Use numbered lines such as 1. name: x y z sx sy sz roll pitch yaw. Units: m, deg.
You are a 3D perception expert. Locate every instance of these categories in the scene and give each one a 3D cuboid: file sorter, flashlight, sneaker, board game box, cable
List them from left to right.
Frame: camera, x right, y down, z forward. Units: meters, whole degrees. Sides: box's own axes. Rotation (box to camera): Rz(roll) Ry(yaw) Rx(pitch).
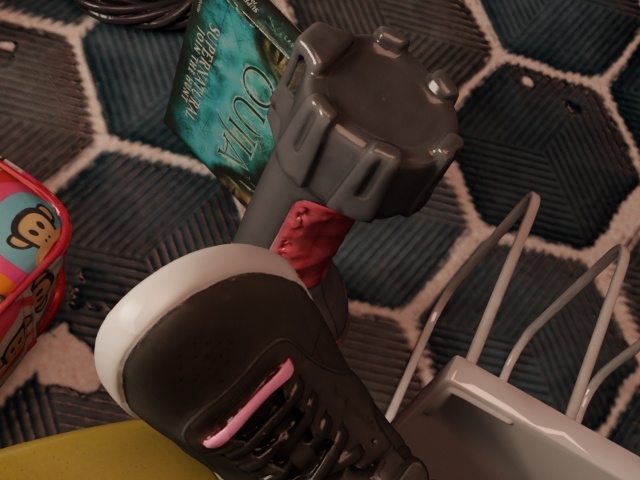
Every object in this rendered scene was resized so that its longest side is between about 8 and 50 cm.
1. cable: -0.147 -0.236 0.894 0.184 0.047 0.150 46 61 8
2. board game box: -0.047 -0.090 0.770 0.026 0.186 0.126 -38 79 -27
3. sneaker: -0.001 0.107 0.566 0.104 0.296 0.147 -41 62 -4
4. flashlight: 0.000 0.000 0.671 0.103 0.304 0.103 -3 66 -19
5. file sorter: 0.194 0.129 0.733 0.277 0.193 0.173 30 56 -1

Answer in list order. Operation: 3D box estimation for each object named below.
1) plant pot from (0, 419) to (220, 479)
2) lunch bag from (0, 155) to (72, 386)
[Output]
1. plant pot: -0.129 0.216 0.591 0.187 0.212 0.212 -28 74 -40
2. lunch bag: -0.318 0.038 0.661 0.258 0.120 0.293 33 60 1
